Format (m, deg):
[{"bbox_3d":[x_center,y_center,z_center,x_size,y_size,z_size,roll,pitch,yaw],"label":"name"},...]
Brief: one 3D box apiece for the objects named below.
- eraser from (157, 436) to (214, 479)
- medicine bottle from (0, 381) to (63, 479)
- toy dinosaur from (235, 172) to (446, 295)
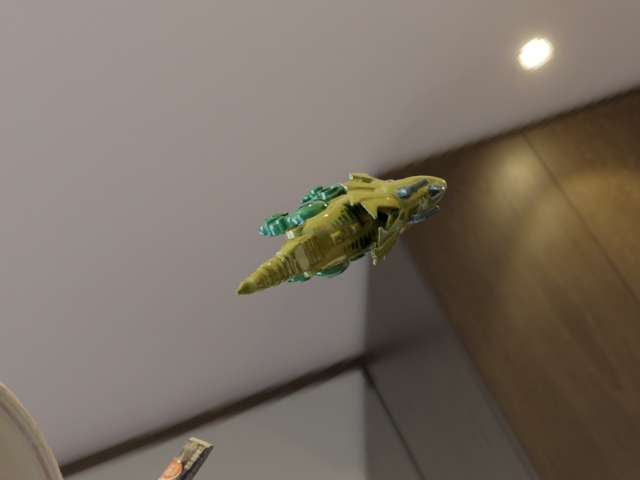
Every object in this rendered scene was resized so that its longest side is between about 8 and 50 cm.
[{"bbox_3d":[-0.139,0.230,1.458,0.099,0.027,0.019,-53,-25,-50],"label":"eraser"},{"bbox_3d":[-0.286,0.162,0.656,0.301,0.241,0.241,-11,-25,30],"label":"medicine bottle"},{"bbox_3d":[0.000,0.000,1.421,0.259,0.094,0.153,-29,8,-32],"label":"toy dinosaur"}]
